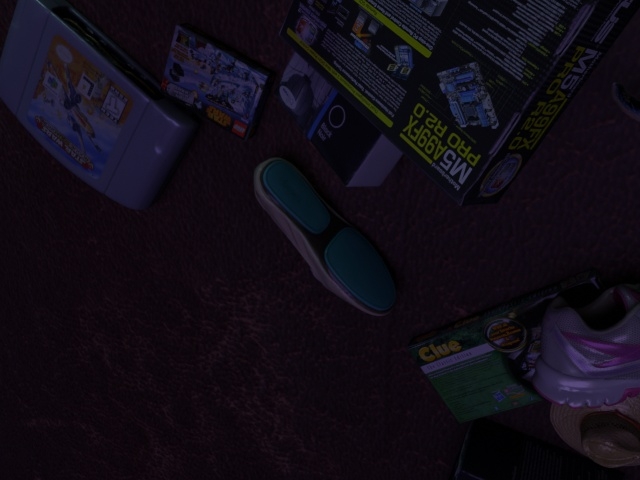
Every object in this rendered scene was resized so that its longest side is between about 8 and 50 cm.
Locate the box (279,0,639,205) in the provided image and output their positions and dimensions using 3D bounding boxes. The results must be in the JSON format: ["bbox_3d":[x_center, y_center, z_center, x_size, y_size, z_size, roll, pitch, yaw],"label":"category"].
[{"bbox_3d":[0.095,-0.194,0.494,0.270,0.060,0.216,50,128,30],"label":"box"}]

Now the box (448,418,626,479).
[{"bbox_3d":[0.272,0.355,0.808,0.207,0.108,0.153,20,122,16],"label":"box"}]

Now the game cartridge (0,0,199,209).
[{"bbox_3d":[-0.325,-0.187,0.855,0.297,0.062,0.198,41,121,2],"label":"game cartridge"}]

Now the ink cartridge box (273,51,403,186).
[{"bbox_3d":[0.081,-0.225,0.594,0.165,0.065,0.332,55,128,28],"label":"ink cartridge box"}]

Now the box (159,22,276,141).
[{"bbox_3d":[-0.132,-0.200,0.769,0.137,0.027,0.093,32,123,8],"label":"box"}]

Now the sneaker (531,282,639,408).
[{"bbox_3d":[0.346,0.099,0.624,0.253,0.103,0.111,-7,103,5],"label":"sneaker"}]

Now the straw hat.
[{"bbox_3d":[0.353,0.242,0.740,0.145,0.061,0.144,11,118,21],"label":"straw hat"}]

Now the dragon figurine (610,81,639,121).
[{"bbox_3d":[0.398,-0.085,0.535,0.289,0.085,0.144,41,123,-4],"label":"dragon figurine"}]

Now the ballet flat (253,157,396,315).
[{"bbox_3d":[0.000,0.000,0.786,0.086,0.086,0.248,-36,95,35],"label":"ballet flat"}]

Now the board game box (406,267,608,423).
[{"bbox_3d":[0.250,0.140,0.759,0.260,0.030,0.136,-28,103,34],"label":"board game box"}]
